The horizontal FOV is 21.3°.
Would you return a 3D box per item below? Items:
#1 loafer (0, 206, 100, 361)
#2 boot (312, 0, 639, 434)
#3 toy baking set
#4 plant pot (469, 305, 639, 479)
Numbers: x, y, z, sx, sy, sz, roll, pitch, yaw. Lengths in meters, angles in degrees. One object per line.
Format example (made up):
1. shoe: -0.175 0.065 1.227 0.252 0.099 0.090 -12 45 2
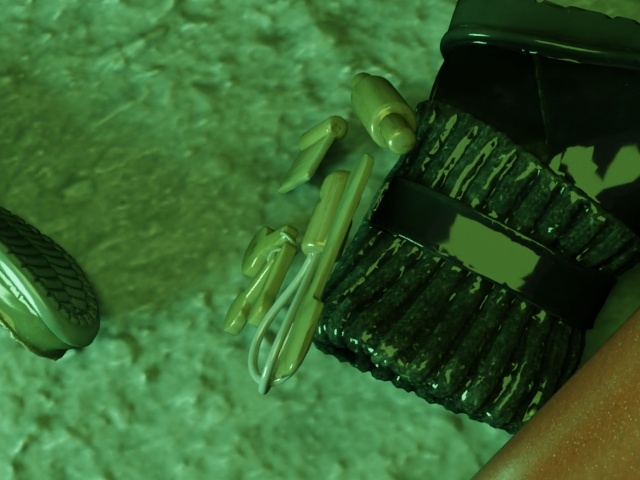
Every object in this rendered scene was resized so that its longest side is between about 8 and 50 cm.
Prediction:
1. loafer: -0.254 0.010 1.173 0.251 0.094 0.087 38 99 24
2. boot: 0.184 0.007 1.033 0.348 0.131 0.260 15 73 27
3. toy baking set: 0.003 -0.006 1.052 0.030 0.256 0.197 26 98 -15
4. plant pot: 0.220 0.144 0.904 0.265 0.272 0.272 -46 68 31
